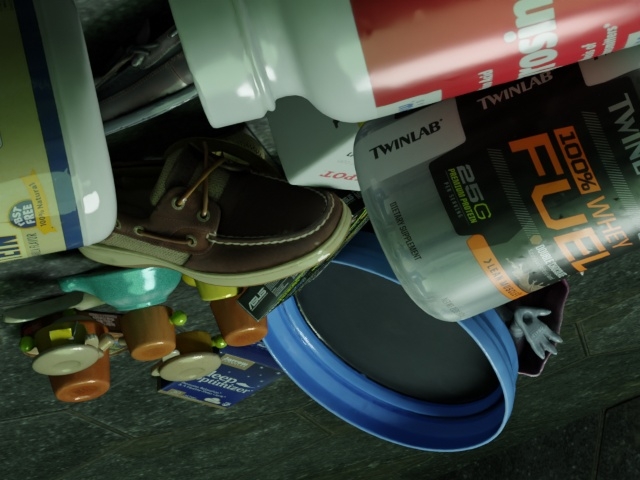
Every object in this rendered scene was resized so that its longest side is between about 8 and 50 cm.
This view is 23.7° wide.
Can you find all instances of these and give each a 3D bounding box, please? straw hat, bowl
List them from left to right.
[{"bbox_3d":[-0.097,-0.087,1.681,0.144,0.061,0.144,13,144,10],"label":"straw hat"},{"bbox_3d":[0.092,0.137,2.099,0.391,0.077,0.391,22,145,16],"label":"bowl"}]

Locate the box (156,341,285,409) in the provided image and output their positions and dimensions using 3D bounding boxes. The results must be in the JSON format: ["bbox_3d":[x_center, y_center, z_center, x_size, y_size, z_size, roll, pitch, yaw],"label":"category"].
[{"bbox_3d":[-0.150,0.211,2.484,0.136,0.036,0.225,20,143,-32],"label":"box"}]

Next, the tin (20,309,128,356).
[{"bbox_3d":[-0.343,0.136,2.176,0.106,0.040,0.189,-31,155,30],"label":"tin"}]

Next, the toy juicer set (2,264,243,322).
[{"bbox_3d":[-0.220,0.033,1.940,0.329,0.090,0.209,-9,-175,22],"label":"toy juicer set"}]

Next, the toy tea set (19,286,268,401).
[{"bbox_3d":[-0.233,0.111,2.025,0.336,0.124,0.200,-9,155,-13],"label":"toy tea set"}]

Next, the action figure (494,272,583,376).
[{"bbox_3d":[0.231,0.081,2.225,0.275,0.248,0.370,25,177,-11],"label":"action figure"}]

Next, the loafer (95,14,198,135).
[{"bbox_3d":[-0.116,-0.184,1.405,0.302,0.095,0.109,-21,-169,29],"label":"loafer"}]

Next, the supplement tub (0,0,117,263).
[{"bbox_3d":[-0.344,-0.079,1.273,0.316,0.228,0.228,-12,161,-9],"label":"supplement tub"}]

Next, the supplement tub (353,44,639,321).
[{"bbox_3d":[0.218,-0.077,1.356,0.338,0.207,0.207,-24,159,17],"label":"supplement tub"}]

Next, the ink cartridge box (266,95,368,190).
[{"bbox_3d":[0.125,-0.168,1.533,0.226,0.131,0.306,4,152,-44],"label":"ink cartridge box"}]

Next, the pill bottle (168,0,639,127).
[{"bbox_3d":[0.087,-0.225,1.192,0.407,0.229,0.229,-16,161,2],"label":"pill bottle"}]

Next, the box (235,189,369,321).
[{"bbox_3d":[0.000,0.000,1.853,0.191,0.045,0.184,-48,172,26],"label":"box"}]

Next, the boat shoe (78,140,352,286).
[{"bbox_3d":[-0.137,-0.039,1.613,0.342,0.123,0.123,6,143,28],"label":"boat shoe"}]
